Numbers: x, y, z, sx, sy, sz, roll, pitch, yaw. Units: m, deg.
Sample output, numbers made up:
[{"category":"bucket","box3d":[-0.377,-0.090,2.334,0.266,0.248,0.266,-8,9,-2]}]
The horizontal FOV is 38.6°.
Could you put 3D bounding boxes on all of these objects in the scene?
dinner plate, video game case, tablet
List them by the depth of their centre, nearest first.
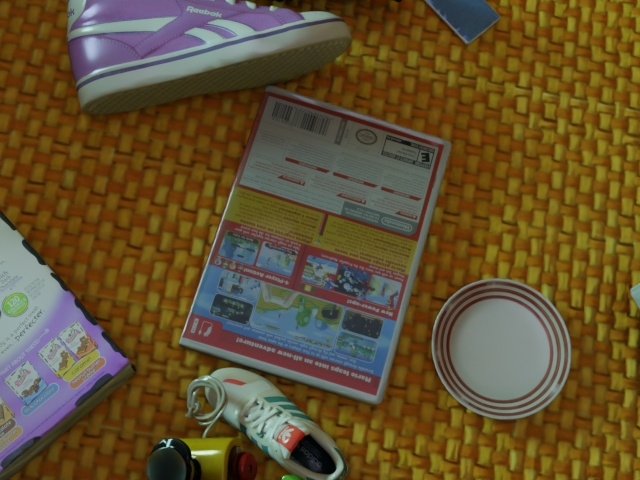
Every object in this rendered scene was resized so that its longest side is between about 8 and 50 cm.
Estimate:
[{"category":"dinner plate","box3d":[0.179,0.108,0.911,0.141,0.017,0.141,2,75,-6]},{"category":"video game case","box3d":[0.000,0.000,0.919,0.204,0.025,0.285,17,74,-1]},{"category":"tablet","box3d":[0.153,-0.261,1.014,0.054,0.006,0.083,-40,83,-14]}]

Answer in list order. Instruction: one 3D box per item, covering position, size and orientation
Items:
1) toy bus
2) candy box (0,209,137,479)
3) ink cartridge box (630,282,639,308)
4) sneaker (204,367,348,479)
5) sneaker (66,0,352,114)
[{"category":"toy bus","box3d":[-0.119,0.236,0.764,0.191,0.104,0.202,-48,64,2]},{"category":"candy box","box3d":[-0.296,0.097,0.841,0.165,0.070,0.196,-40,82,-14]},{"category":"ink cartridge box","box3d":[0.469,0.058,0.852,0.273,0.114,0.197,-26,77,-11]},{"category":"sneaker","box3d":[-0.038,0.169,0.842,0.161,0.075,0.057,39,75,5]},{"category":"sneaker","box3d":[-0.117,-0.232,0.922,0.282,0.102,0.161,-10,81,-7]}]
